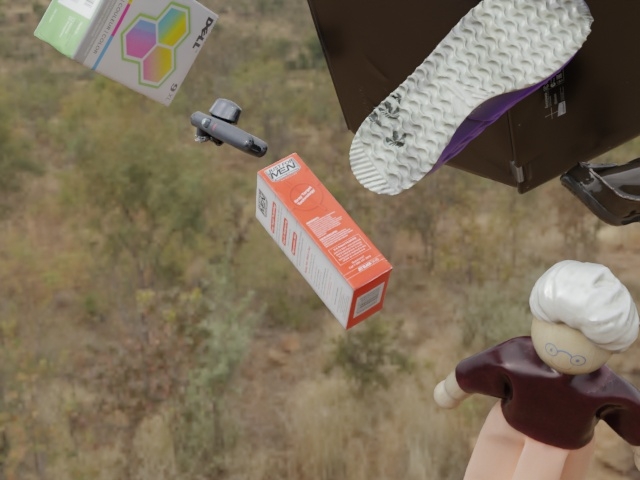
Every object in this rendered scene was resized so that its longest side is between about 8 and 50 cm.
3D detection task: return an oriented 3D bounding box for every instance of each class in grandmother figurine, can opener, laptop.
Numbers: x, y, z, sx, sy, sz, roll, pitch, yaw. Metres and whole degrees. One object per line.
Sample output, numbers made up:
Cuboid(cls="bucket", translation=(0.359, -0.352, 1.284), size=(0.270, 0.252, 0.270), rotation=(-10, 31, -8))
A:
Cuboid(cls="grandmother figurine", translation=(0.202, 0.158, 0.907), size=(0.207, 0.342, 0.104), rotation=(10, 39, 6))
Cuboid(cls="can opener", translation=(-0.133, -0.156, 1.473), size=(0.059, 0.073, 0.186), rotation=(14, 13, -31))
Cuboid(cls="laptop", translation=(0.222, -0.270, 1.257), size=(0.407, 0.382, 0.236), rotation=(-26, 52, -3))

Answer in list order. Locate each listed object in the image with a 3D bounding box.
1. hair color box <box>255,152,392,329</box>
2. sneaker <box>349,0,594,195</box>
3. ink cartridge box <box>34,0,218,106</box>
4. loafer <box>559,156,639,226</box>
Cuboid(cls="hair color box", translation=(0.000, 0.000, 0.889), size=(0.043, 0.072, 0.141), rotation=(-30, 64, -22))
Cuboid(cls="sneaker", translation=(0.150, -0.160, 1.099), size=(0.293, 0.102, 0.146), rotation=(-38, -4, 3))
Cuboid(cls="ink cartridge box", translation=(-0.174, -0.205, 1.040), size=(0.062, 0.109, 0.209), rotation=(32, 5, 30))
Cuboid(cls="loafer", translation=(0.352, -0.066, 1.175), size=(0.220, 0.078, 0.080), rotation=(4, 36, -46))
